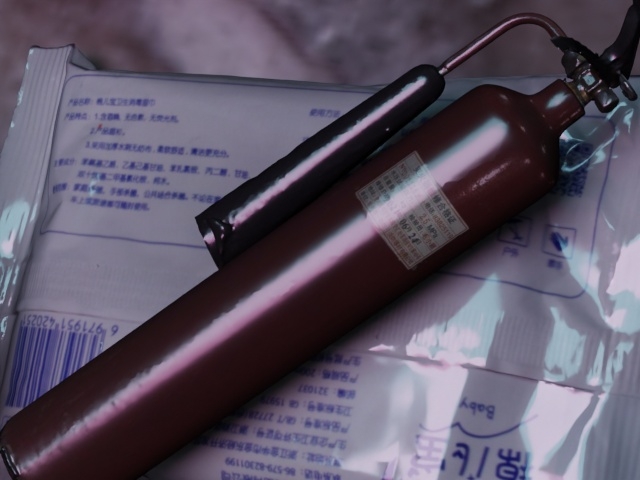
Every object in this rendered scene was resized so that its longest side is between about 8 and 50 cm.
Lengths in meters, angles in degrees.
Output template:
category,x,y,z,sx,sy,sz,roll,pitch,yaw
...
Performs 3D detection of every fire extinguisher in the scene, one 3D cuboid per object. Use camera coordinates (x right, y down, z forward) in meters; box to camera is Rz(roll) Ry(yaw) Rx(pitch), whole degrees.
category,x,y,z,sx,sy,sz,roll,pitch,yaw
fire extinguisher,0.000,0.000,0.371,0.173,0.035,0.049,-35,25,9

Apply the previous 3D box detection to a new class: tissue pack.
category,x,y,z,sx,sy,sz,roll,pitch,yaw
tissue pack,-0.008,0.012,0.401,0.193,0.026,0.122,6,76,25
